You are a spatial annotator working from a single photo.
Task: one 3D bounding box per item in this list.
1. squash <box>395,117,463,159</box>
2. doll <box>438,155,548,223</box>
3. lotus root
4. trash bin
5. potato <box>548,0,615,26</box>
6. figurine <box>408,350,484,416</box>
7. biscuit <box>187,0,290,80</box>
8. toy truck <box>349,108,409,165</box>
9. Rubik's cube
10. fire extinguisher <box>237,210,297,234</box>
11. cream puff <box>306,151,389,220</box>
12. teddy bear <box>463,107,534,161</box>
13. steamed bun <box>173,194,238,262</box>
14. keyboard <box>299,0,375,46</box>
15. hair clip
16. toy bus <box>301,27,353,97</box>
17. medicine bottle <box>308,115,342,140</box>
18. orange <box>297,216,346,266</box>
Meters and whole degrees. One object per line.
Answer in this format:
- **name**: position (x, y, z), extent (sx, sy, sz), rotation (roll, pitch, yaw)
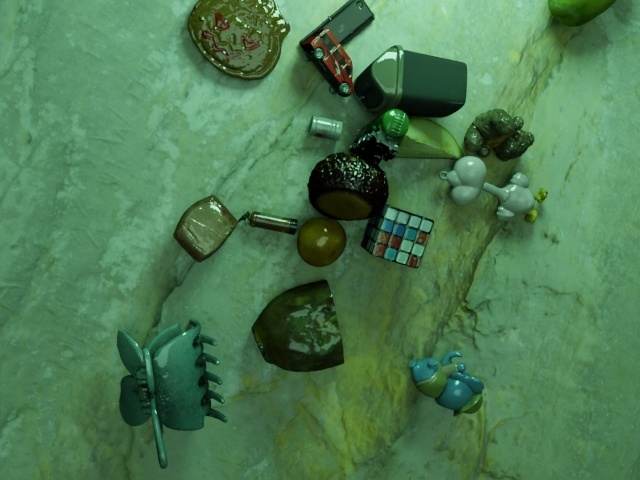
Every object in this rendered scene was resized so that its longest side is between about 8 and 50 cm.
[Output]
- **squash**: position (0.339, -0.311, 1.699), extent (0.252, 0.169, 0.093), rotation (0, 77, -10)
- **doll**: position (0.539, -0.156, 1.782), extent (0.365, 0.094, 0.160), rotation (17, 105, -10)
- **lotus root**: position (-0.075, 0.279, 1.735), extent (0.260, 0.149, 0.267), rotation (-11, 98, -8)
- **trash bin**: position (0.253, -0.443, 1.628), extent (0.290, 0.209, 0.183), rotation (3, 88, -15)
- **potato**: position (0.793, -0.777, 1.660), extent (0.215, 0.216, 0.304), rotation (35, 102, -13)
- **figurine**: position (0.417, 0.460, 1.843), extent (0.180, 0.154, 0.262), rotation (-40, 107, 11)
- **biscuit**: position (-0.227, -0.596, 1.607), extent (0.272, 0.049, 0.257), rotation (31, 93, -14)
- **toy truck**: position (0.167, -0.296, 1.624), extent (0.101, 0.242, 0.125), rotation (27, 83, -12)
- **Rubik's cube**: position (0.229, -0.021, 1.727), extent (0.154, 0.151, 0.155), rotation (18, 97, -13)
- **fire extinguisher**: position (-0.159, -0.054, 1.712), extent (0.177, 0.050, 0.062), rotation (11, 136, -10)
- **cream puff**: position (0.083, -0.160, 1.649), extent (0.238, 0.239, 0.165), rotation (17, 66, -12)
- **teddy bear**: position (0.556, -0.321, 1.746), extent (0.190, 0.140, 0.177), rotation (34, 135, -22)
- **steamed bun**: position (-0.338, -0.038, 1.661), extent (0.145, 0.106, 0.175), rotation (45, 77, -8)
- **keyboard**: position (0.048, -0.614, 1.657), extent (0.230, 0.025, 0.094), rotation (-39, 105, 0)
- **hair clip**: position (-0.425, 0.404, 1.640), extent (0.238, 0.392, 0.319), rotation (-11, 100, -33)
- **toy bus**: position (0.035, -0.505, 1.634), extent (0.089, 0.081, 0.195), rotation (-46, 115, -8)
- **medicine bottle**: position (0.015, -0.333, 1.684), extent (0.091, 0.058, 0.058), rotation (9, 98, -10)
- **orange**: position (0.000, 0.000, 1.700), extent (0.159, 0.159, 0.136), rotation (-48, 60, 1)
